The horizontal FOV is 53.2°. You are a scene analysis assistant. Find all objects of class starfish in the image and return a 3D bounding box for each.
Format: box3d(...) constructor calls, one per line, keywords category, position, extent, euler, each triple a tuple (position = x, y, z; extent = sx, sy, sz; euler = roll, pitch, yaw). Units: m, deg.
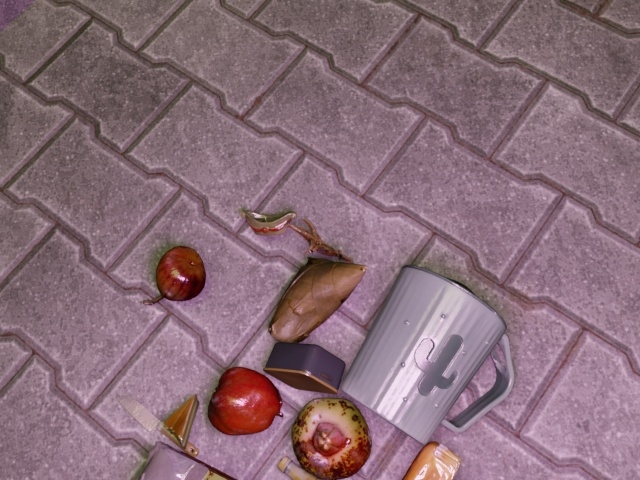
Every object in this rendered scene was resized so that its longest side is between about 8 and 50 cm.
box3d(category="starfish", position=(-0.004, 0.007, 1.897), extent=(0.057, 0.213, 0.238), euler=(-57, 29, 11))

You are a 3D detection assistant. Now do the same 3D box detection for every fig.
box3d(category="fig", position=(-0.415, 0.120, 1.879), extent=(0.149, 0.148, 0.202), euler=(31, 115, 45))

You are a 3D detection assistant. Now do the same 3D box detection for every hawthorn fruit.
box3d(category="hawthorn fruit", position=(-0.194, 0.438, 1.716), extent=(0.202, 0.185, 0.185), euler=(18, 70, -6))

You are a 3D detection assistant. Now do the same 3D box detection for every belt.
box3d(category="belt", position=(-0.295, 0.634, 1.613), extent=(0.338, 0.217, 0.122), euler=(21, 71, 15))

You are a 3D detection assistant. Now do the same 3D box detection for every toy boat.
box3d(category="toy boat", position=(-0.157, -0.055, 1.944), extent=(0.185, 0.089, 0.071), euler=(1, 108, 18))

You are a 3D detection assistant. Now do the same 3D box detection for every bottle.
box3d(category="bottle", position=(0.002, 0.653, 1.653), extent=(0.269, 0.083, 0.083), euler=(34, 75, 21))

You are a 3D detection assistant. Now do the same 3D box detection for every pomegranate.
box3d(category="pomegranate", position=(0.027, 0.503, 1.621), extent=(0.214, 0.248, 0.214), euler=(-1, 75, 3))

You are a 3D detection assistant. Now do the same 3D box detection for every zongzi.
box3d(category="zongzi", position=(-0.008, 0.172, 1.740), extent=(0.145, 0.300, 0.274), euler=(38, 75, -17))

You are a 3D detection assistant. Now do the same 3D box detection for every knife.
box3d(category="knife", position=(-0.462, 0.517, 1.783), extent=(0.297, 0.017, 0.047), euler=(33, 79, 16))

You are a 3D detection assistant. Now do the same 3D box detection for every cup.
box3d(category="cup", position=(0.297, 0.311, 1.649), extent=(0.400, 0.310, 0.392), euler=(30, 79, 18))

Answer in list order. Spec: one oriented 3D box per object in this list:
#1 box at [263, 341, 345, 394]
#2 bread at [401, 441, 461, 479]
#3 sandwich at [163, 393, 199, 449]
box3d(category="box", position=(-0.042, 0.339, 1.712), extent=(0.201, 0.144, 0.090), euler=(-9, 53, 50))
box3d(category="bread", position=(0.255, 0.627, 1.607), extent=(0.107, 0.136, 0.241), euler=(31, 77, 15))
box3d(category="sandwich", position=(-0.355, 0.494, 1.744), extent=(0.074, 0.074, 0.116), euler=(38, 65, 22))
